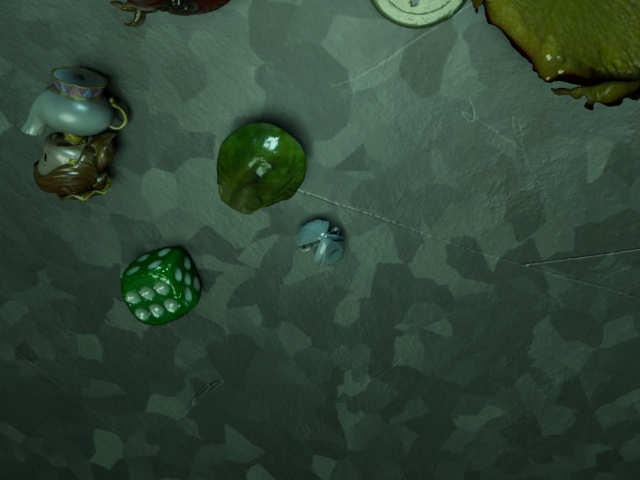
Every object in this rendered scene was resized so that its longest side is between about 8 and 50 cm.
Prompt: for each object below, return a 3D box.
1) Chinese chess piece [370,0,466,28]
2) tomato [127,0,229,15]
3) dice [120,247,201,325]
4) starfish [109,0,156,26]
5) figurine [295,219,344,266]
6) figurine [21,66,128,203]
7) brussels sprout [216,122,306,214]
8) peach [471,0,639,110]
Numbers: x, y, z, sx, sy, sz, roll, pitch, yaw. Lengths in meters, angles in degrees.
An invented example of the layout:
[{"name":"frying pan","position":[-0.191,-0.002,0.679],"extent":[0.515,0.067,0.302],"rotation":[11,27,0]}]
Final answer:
[{"name":"Chinese chess piece","position":[0.165,-0.449,1.129],"extent":[0.189,0.083,0.188],"rotation":[3,120,5]},{"name":"tomato","position":[-0.236,-0.471,1.095],"extent":[0.232,0.232,0.188],"rotation":[-4,92,9]},{"name":"dice","position":[-0.338,0.098,1.447],"extent":[0.129,0.120,0.130],"rotation":[-14,113,14]},{"name":"starfish","position":[-0.336,-0.427,1.230],"extent":[0.091,0.028,0.078],"rotation":[3,111,8]},{"name":"figurine","position":[0.000,0.000,1.386],"extent":[0.094,0.086,0.082],"rotation":[-39,131,-20]},{"name":"figurine","position":[-0.472,-0.190,1.307],"extent":[0.190,0.142,0.263],"rotation":[4,120,-21]},{"name":"brussels sprout","position":[-0.119,-0.139,1.293],"extent":[0.181,0.143,0.161],"rotation":[-41,141,11]},{"name":"peach","position":[0.402,-0.389,0.949],"extent":[0.339,0.416,0.353],"rotation":[40,116,-7]}]
